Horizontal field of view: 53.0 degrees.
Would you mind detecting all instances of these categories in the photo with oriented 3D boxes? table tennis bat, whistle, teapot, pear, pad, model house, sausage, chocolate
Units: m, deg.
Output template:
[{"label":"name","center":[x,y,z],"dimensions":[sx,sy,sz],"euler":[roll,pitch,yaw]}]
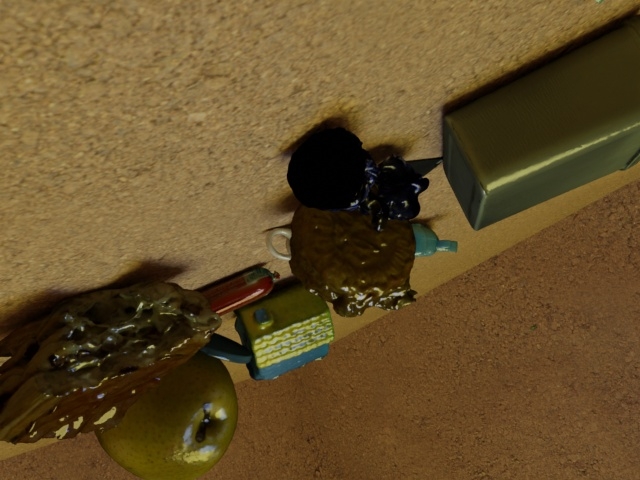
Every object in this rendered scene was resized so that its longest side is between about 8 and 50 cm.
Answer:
[{"label":"table tennis bat","center":[-0.301,0.239,1.563],"dimensions":[0.329,0.215,0.044],"euler":[28,86,-50]},{"label":"whistle","center":[0.275,0.002,1.767],"dimensions":[0.186,0.093,0.274],"euler":[-1,177,21]},{"label":"teapot","center":[0.000,0.000,1.300],"dimensions":[0.246,0.116,0.159],"euler":[-5,-179,-40]},{"label":"pear","center":[-0.387,0.416,1.603],"dimensions":[0.418,0.362,0.363],"euler":[7,-168,44]},{"label":"pad","center":[0.151,-0.126,1.261],"dimensions":[0.193,0.004,0.116],"euler":[-12,161,-40]},{"label":"model house","center":[-0.105,0.235,1.754],"dimensions":[0.237,0.215,0.303],"euler":[-20,161,-15]},{"label":"sausage","center":[-0.213,0.129,1.446],"dimensions":[0.264,0.083,0.083],"euler":[-23,166,-6]},{"label":"chocolate","center":[0.083,-0.083,1.034],"dimensions":[0.126,0.148,0.343],"euler":[-23,166,26]}]

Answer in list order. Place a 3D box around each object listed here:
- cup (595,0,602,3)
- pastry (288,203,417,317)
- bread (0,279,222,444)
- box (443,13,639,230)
[{"label":"cup","center":[0.258,-0.325,0.487],"dimensions":[0.148,0.134,0.235],"euler":[16,135,-28]},{"label":"pastry","center":[0.058,0.012,1.148],"dimensions":[0.240,0.235,0.132],"euler":[-8,158,-19]},{"label":"bread","center":[-0.402,0.194,1.167],"dimensions":[0.370,0.191,0.314],"euler":[-41,157,13]},{"label":"box","center":[0.404,-0.178,1.134],"dimensions":[0.344,0.177,0.352],"euler":[-26,167,5]}]
